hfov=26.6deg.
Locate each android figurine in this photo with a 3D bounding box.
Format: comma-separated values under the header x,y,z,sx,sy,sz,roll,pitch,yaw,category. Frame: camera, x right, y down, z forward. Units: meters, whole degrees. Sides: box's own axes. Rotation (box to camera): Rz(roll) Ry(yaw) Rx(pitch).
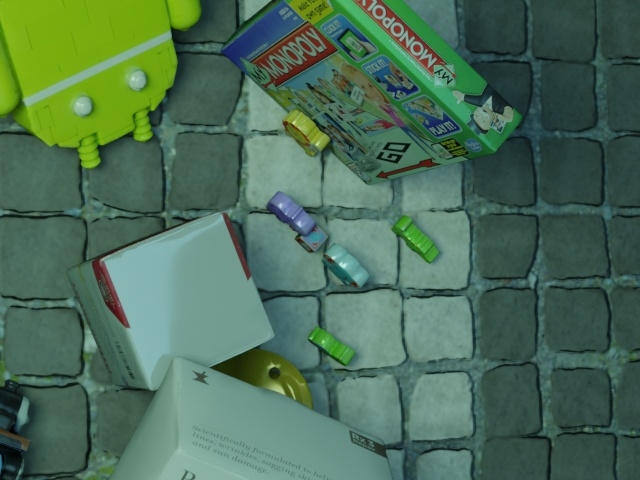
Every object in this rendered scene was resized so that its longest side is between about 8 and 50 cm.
x,y,z,sx,sy,sz,roll,pitch,yaw,category
-0.221,-0.197,1.257,0.248,0.056,0.273,-29,128,-29,android figurine

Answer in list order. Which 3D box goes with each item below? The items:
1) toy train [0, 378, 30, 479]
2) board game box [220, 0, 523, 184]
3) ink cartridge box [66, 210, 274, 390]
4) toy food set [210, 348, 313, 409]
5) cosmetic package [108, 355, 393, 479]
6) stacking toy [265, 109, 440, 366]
x,y,z,sx,sy,sz,roll,pitch,yaw,category
-0.352,0.160,1.243,0.184,0.080,0.105,23,74,-16,toy train
0.034,-0.150,1.262,0.213,0.317,0.046,41,76,-11,board game box
-0.145,0.057,1.265,0.127,0.176,0.128,-23,95,-21,ink cartridge box
-0.082,0.217,1.339,0.128,0.071,0.218,18,78,8,toy food set
-0.113,0.318,1.183,0.217,0.156,0.385,22,113,-15,cosmetic package
0.000,0.000,1.381,0.221,0.052,0.167,43,75,-12,stacking toy
